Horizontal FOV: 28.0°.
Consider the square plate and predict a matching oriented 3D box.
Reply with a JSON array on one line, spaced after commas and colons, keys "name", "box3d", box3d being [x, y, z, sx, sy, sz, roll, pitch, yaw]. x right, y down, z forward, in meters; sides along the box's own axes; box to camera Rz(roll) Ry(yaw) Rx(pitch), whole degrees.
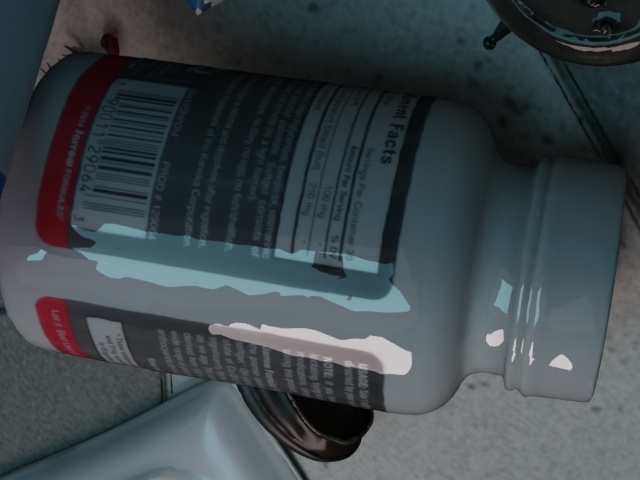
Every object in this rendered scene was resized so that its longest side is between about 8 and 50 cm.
[{"name": "square plate", "box3d": [-0.100, 0.307, 1.055, 0.347, 0.049, 0.344, -28, 97, 40]}]

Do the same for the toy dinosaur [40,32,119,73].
[{"name": "toy dinosaur", "box3d": [-0.159, -0.107, 0.892, 0.082, 0.047, 0.090, -20, 136, 30]}]

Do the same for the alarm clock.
[{"name": "alarm clock", "box3d": [0.157, -0.153, 0.624, 0.192, 0.064, 0.129, -7, 116, 24]}]

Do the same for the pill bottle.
[{"name": "pill bottle", "box3d": [0.000, 0.000, 0.714, 0.319, 0.176, 0.176, 9, 120, 10]}]

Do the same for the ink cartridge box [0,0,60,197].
[{"name": "ink cartridge box", "box3d": [-0.291, -0.103, 0.730, 0.166, 0.395, 0.285, 32, 139, -32]}]

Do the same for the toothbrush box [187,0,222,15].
[{"name": "toothbrush box", "box3d": [-0.084, -0.292, 0.588, 0.295, 0.126, 0.216, 51, 159, 15]}]

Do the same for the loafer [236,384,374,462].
[{"name": "loafer", "box3d": [-0.022, 0.046, 0.842, 0.078, 0.080, 0.220, -22, 101, 40]}]
